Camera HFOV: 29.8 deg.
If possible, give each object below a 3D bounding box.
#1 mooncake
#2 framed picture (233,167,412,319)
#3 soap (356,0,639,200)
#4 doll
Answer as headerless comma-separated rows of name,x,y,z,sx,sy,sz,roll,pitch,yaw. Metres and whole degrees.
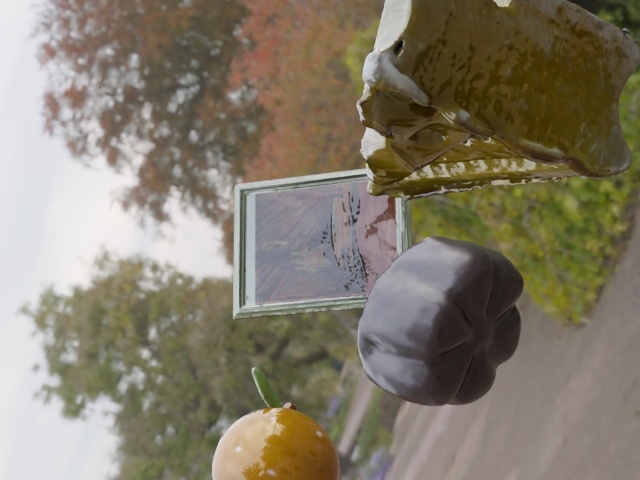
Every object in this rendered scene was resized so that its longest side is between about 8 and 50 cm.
mooncake,0.171,0.113,1.643,0.245,0.133,0.245,-22,-59,-42
framed picture,0.000,0.000,1.744,0.016,0.273,0.216,48,-142,-65
soap,0.069,-0.134,1.113,0.338,0.304,0.169,-4,75,53
doll,-0.067,0.358,2.049,0.213,0.213,0.236,111,172,-49
